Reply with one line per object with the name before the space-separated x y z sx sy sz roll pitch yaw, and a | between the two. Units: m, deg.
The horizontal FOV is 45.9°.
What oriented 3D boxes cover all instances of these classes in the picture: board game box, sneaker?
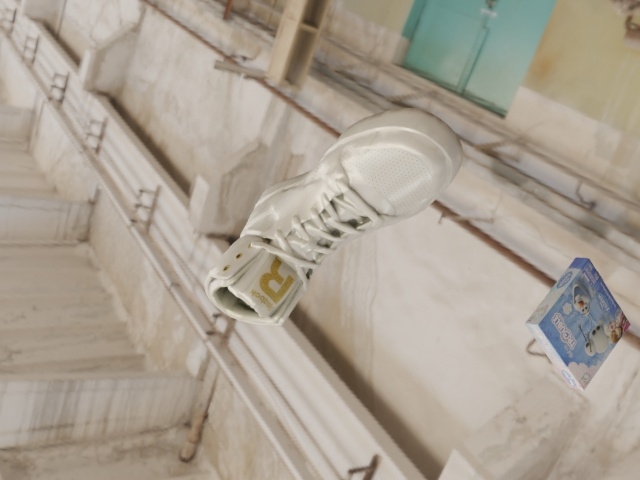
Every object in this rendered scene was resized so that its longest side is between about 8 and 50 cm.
board game box | 0.246 0.079 0.718 0.090 0.090 0.020 51 159 -20
sneaker | 0.000 0.000 0.693 0.108 0.292 0.169 41 -125 -15
